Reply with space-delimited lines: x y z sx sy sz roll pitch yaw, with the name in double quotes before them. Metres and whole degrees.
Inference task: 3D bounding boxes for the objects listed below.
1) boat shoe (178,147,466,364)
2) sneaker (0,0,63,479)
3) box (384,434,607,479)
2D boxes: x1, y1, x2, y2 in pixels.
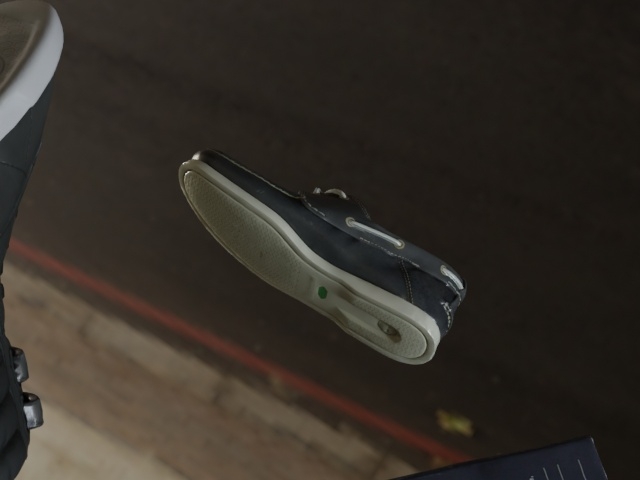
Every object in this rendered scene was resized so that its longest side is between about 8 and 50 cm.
"boat shoe" 0.000 0.000 1.409 0.233 0.079 0.084 33 150 3
"sneaker" -0.180 0.017 0.901 0.104 0.296 0.147 -4 132 24
"box" 0.023 0.297 1.325 0.343 0.312 0.179 120 135 -61
